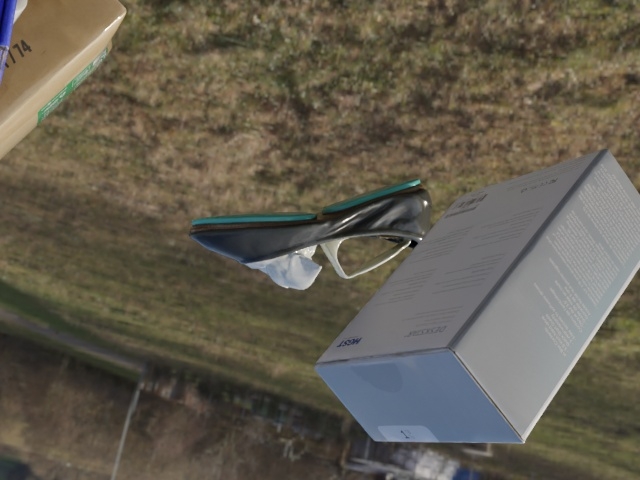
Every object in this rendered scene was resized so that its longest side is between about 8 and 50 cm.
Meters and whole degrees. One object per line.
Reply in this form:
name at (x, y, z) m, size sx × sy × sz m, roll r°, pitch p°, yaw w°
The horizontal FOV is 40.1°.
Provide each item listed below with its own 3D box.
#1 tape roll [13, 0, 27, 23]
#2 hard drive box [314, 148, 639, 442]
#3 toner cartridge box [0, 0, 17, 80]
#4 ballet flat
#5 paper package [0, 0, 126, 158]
tape roll at (-0.428, -0.234, 0.823) m, size 0.246 × 0.246 × 0.169 m, roll 28°, pitch 112°, yaw -41°
hard drive box at (0.132, 0.046, 0.699) m, size 0.089 × 0.232 × 0.181 m, roll 52°, pitch 150°, yaw -12°
toner cartridge box at (-0.302, -0.171, 0.363) m, size 0.347 × 0.165 × 0.075 m, roll 10°, pitch 158°, yaw -21°
ballet flat at (0.000, 0.000, 0.960) m, size 0.280 × 0.096 × 0.095 m, roll -11°, pitch -176°, yaw -16°
paper package at (-0.467, -0.267, 1.105) m, size 0.309 × 0.325 × 0.168 m, roll 45°, pitch 163°, yaw -13°
